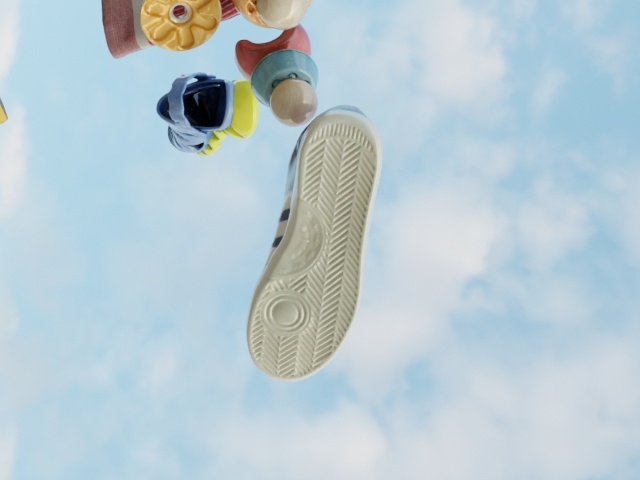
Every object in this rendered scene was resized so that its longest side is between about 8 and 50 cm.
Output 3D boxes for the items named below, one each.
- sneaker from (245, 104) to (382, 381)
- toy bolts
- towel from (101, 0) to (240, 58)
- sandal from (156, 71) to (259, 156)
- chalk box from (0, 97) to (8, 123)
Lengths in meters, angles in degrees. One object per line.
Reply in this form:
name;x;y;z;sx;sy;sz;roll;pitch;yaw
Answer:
sneaker;0.000;0.000;1.501;0.148;0.131;0.350;-85;-167;-71
toy bolts;-0.088;-0.235;1.493;0.218;0.228;0.158;-25;-138;3
towel;-0.211;-0.419;1.790;0.329;0.037;0.237;-11;-92;38
sandal;-0.208;-0.216;2.032;0.317;0.138;0.126;162;-67;-67
chalk box;-0.476;-0.209;1.393;0.132;0.132;0.213;-35;-106;-14
